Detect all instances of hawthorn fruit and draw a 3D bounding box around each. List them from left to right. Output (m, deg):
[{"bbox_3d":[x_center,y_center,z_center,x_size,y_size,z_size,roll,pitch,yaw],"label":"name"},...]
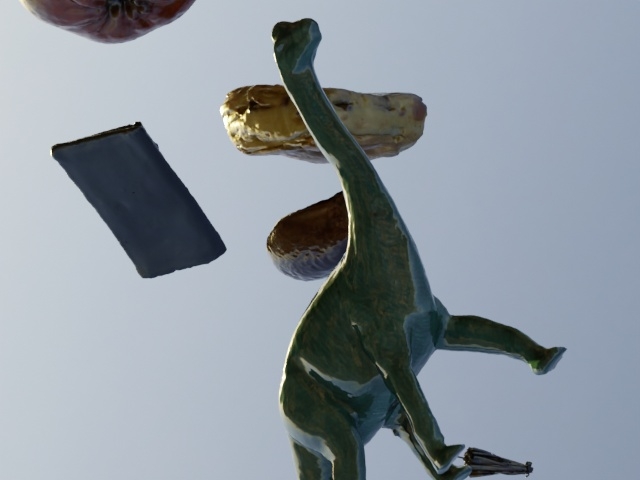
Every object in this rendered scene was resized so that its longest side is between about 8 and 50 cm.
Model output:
[{"bbox_3d":[-0.274,-0.422,2.349,0.276,0.276,0.307,-19,-112,44],"label":"hawthorn fruit"}]

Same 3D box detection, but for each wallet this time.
[{"bbox_3d":[-0.250,-0.054,2.537,0.146,0.285,0.030,-15,-135,19],"label":"wallet"}]

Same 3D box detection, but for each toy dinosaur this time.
[{"bbox_3d":[-0.003,0.060,1.424,0.129,0.331,0.383,-24,157,-49],"label":"toy dinosaur"}]

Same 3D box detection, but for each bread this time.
[{"bbox_3d":[0.000,-0.152,2.400,0.235,0.210,0.099,4,-87,52],"label":"bread"}]

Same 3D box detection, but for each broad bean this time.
[{"bbox_3d":[0.000,0.000,2.253,0.165,0.114,0.084,-22,-143,40],"label":"broad bean"}]

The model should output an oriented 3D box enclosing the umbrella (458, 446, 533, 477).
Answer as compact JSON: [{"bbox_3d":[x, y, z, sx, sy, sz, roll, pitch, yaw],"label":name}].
[{"bbox_3d":[0.170,0.219,1.777,0.020,0.083,0.031,127,-31,-46],"label":"umbrella"}]
